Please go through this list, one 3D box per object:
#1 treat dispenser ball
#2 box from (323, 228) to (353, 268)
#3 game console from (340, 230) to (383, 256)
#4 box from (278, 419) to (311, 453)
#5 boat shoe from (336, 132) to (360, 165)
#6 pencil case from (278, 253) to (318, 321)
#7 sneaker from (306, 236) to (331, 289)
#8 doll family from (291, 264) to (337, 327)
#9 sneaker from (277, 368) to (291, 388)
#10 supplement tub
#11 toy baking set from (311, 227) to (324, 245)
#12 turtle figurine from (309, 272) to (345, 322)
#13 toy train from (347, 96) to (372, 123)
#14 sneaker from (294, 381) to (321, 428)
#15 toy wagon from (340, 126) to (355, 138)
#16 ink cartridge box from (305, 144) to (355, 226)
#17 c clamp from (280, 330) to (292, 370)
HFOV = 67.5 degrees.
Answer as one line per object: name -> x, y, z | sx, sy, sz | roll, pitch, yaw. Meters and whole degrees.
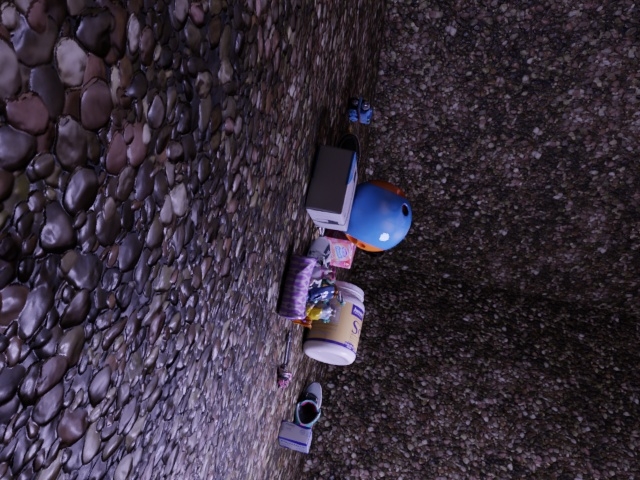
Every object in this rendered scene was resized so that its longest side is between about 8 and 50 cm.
treat dispenser ball -> 0.221, -0.099, 1.931 | 0.288, 0.288, 0.288 | 11, 90, -82
box -> 0.104, -0.019, 2.258 | 0.300, 0.142, 0.154 | -67, 166, -57
game console -> 0.148, -0.053, 2.103 | 0.361, 0.044, 0.213 | 20, 47, -49
box -> -0.103, 0.806, 1.965 | 0.137, 0.126, 0.072 | 90, 15, -51
boat shoe -> 0.099, -0.288, 1.972 | 0.091, 0.114, 0.303 | -74, 172, -70
pencil case -> -0.068, 0.144, 1.455 | 0.086, 0.088, 0.206 | 49, 51, -83
sneaker -> -0.014, 0.071, 1.712 | 0.153, 0.094, 0.235 | 104, 10, -65
doll family -> -0.029, 0.201, 1.599 | 0.118, 0.163, 0.263 | -119, -152, -50
sneaker -> -0.130, 0.483, 1.657 | 0.119, 0.047, 0.057 | 84, 30, -61
supplement tub -> 0.069, 0.376, 2.191 | 0.241, 0.241, 0.331 | 85, 17, -62
toy baking set -> -0.001, 0.006, 1.956 | 0.256, 0.030, 0.197 | -68, 167, -54
turtle figurine -> 0.017, 0.213, 1.904 | 0.118, 0.175, 0.234 | -69, 179, -63
toy train -> 0.183, -0.594, 2.182 | 0.184, 0.105, 0.080 | 43, 58, -81
sneaker -> -0.055, 0.808, 2.367 | 0.178, 0.123, 0.296 | 106, 2, -49
toy wagon -> 0.121, -0.369, 2.182 | 0.267, 0.068, 0.344 | 86, 17, -63
ink cartridge box -> 0.048, -0.173, 1.696 | 0.307, 0.129, 0.223 | 57, 44, -79
c clamp -> -0.119, 0.387, 1.685 | 0.137, 0.022, 0.161 | -63, 161, -81
